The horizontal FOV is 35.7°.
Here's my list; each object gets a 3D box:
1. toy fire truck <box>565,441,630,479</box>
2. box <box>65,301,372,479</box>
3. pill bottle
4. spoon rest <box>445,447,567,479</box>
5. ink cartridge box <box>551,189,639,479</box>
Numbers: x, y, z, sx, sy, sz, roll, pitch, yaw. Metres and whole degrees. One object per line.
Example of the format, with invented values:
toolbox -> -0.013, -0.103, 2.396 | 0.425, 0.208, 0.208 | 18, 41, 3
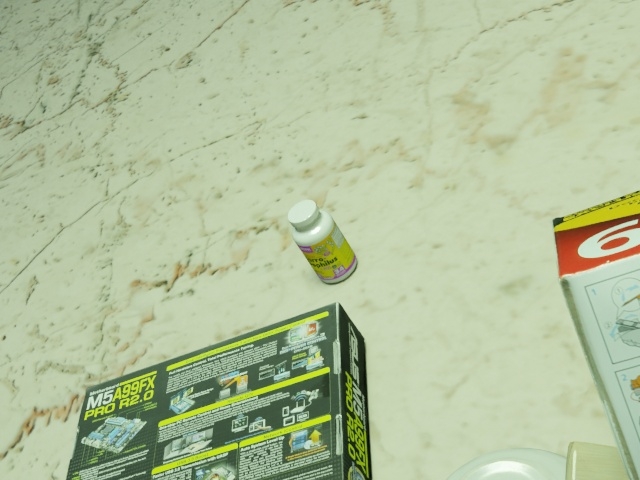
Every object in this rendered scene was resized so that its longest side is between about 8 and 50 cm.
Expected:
toy fire truck -> 0.264, 0.185, 0.538 | 0.246, 0.158, 0.217 | -23, 28, 46
box -> -0.091, 0.185, 0.843 | 0.270, 0.060, 0.216 | -20, 38, 16
pill bottle -> 0.000, 0.000, 0.963 | 0.043, 0.083, 0.043 | -20, 38, 17
spoon rest -> 0.087, 0.239, 0.655 | 0.276, 0.084, 0.137 | -37, 36, -28
ink cartridge box -> 0.308, 0.002, 0.602 | 0.309, 0.130, 0.272 | -20, 5, 14
